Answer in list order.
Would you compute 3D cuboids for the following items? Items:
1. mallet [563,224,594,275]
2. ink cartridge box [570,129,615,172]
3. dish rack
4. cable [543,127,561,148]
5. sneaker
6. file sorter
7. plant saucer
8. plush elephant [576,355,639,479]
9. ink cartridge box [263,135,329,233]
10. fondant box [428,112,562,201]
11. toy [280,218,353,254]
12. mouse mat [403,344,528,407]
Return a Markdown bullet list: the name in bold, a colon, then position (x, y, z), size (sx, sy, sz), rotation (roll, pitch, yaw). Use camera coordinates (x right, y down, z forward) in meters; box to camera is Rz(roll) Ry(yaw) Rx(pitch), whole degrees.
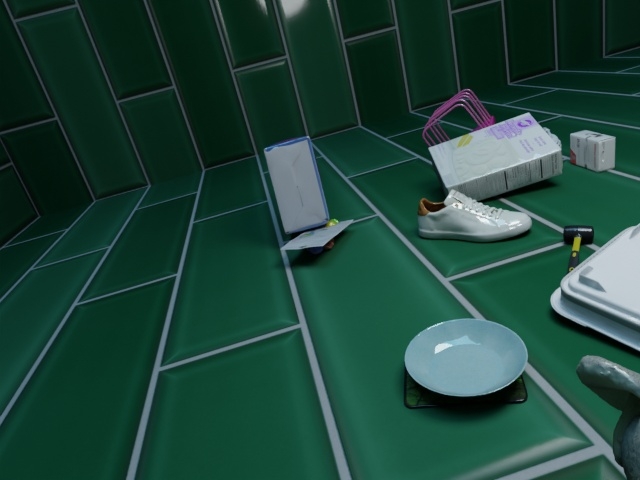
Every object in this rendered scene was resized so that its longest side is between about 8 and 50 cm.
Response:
- **mallet**: position (0.545, 0.022, 1.028), size (0.062, 0.039, 0.189), rotation (7, 35, 39)
- **ink cartridge box**: position (0.833, -0.276, 1.447), size (0.056, 0.099, 0.135), rotation (-15, 24, -3)
- **dish rack**: position (0.593, 0.076, 0.769), size (0.285, 0.073, 0.332), rotation (-30, 32, -19)
- **cable**: position (0.680, -0.299, 1.612), size (0.256, 0.089, 0.257), rotation (-11, 24, 12)
- **sneaker**: position (0.387, -0.069, 1.219), size (0.289, 0.123, 0.106), rotation (0, 25, 28)
- **file sorter**: position (0.525, -0.436, 1.804), size (0.202, 0.182, 0.291), rotation (-36, 9, 33)
- **plant saucer**: position (0.238, 0.200, 0.780), size (0.194, 0.038, 0.195), rotation (-13, 22, 5)
- **plush elephant**: position (0.285, 0.251, 0.367), size (0.329, 0.256, 0.271), rotation (-28, 26, -30)
- **ink cartridge box**: position (-0.077, -0.204, 1.575), size (0.151, 0.270, 0.395), rotation (-14, 13, -1)
- **fondant box**: position (0.524, -0.247, 1.451), size (0.330, 0.096, 0.238), rotation (-17, 39, 10)
- **toy**: position (0.000, 0.000, 1.381), size (0.136, 0.056, 0.237), rotation (-7, 19, 27)
- **mouse mat**: position (0.235, 0.220, 0.793), size (0.189, 0.007, 0.153), rotation (-8, 24, 14)
